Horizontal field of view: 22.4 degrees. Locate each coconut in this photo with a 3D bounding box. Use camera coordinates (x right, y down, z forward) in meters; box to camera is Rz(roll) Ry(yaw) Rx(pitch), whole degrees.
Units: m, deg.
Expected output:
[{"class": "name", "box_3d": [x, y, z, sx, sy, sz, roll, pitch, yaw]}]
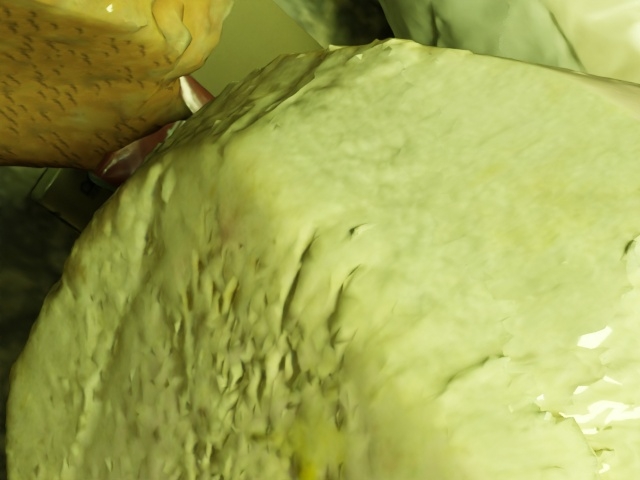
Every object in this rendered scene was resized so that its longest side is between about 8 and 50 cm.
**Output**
[{"class": "coconut", "box_3d": [0.082, 0.090, 0.550, 0.309, 0.297, 0.297, 6, 95, -41]}]

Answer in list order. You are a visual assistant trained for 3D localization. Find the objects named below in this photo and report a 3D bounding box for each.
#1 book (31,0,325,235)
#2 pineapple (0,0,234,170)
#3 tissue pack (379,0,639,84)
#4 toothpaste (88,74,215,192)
[{"class": "book", "box_3d": [-0.022, -0.020, 0.742, 0.199, 0.016, 0.138, 40, 75, -33]}, {"class": "pineapple", "box_3d": [-0.111, -0.212, 0.546, 0.223, 0.223, 0.357, 23, 67, -36]}, {"class": "tissue pack", "box_3d": [0.209, -0.124, 0.759, 0.375, 0.195, 0.390, -41, 111, -23]}, {"class": "toothpaste", "box_3d": [0.000, 0.000, 0.728, 0.239, 0.039, 0.062, 33, 86, -33]}]
